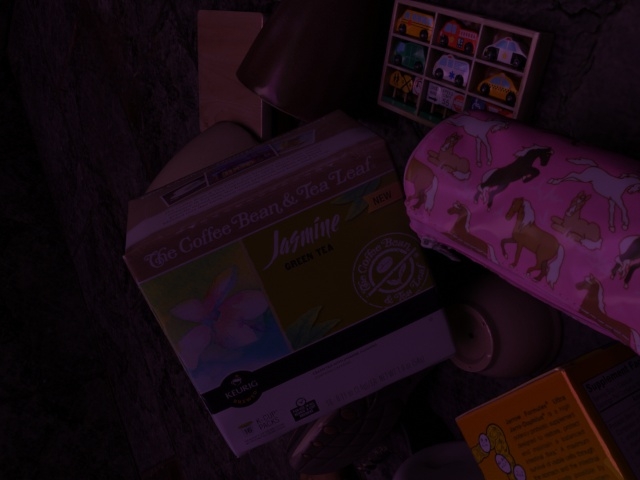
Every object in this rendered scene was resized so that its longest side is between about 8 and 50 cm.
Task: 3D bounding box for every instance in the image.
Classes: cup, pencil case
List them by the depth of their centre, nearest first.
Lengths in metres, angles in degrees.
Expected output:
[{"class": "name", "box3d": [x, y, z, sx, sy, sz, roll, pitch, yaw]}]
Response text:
[{"class": "pencil case", "box3d": [0.257, -0.002, 0.639, 0.386, 0.160, 0.167, 34, 122, 44]}, {"class": "cup", "box3d": [-0.227, -0.040, 1.330, 0.331, 0.237, 0.331, 42, 151, 31]}]

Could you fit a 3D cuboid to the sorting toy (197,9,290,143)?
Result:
[{"class": "sorting toy", "box3d": [-0.149, -0.329, 1.343, 0.257, 0.089, 0.256, 26, 120, 49]}]

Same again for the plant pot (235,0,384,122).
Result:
[{"class": "plant pot", "box3d": [0.008, -0.327, 1.056, 0.215, 0.215, 0.230, 45, 119, 37]}]

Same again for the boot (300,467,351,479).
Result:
[{"class": "boot", "box3d": [0.071, 0.505, 1.294, 0.269, 0.089, 0.236, 45, 144, 37]}]

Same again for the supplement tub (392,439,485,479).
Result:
[{"class": "supplement tub", "box3d": [0.224, 0.482, 0.934, 0.241, 0.241, 0.331, 10, 108, 53]}]

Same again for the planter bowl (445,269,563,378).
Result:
[{"class": "planter bowl", "box3d": [0.236, 0.122, 0.926, 0.162, 0.109, 0.162, 20, 115, 51]}]

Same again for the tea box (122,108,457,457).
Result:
[{"class": "tea box", "box3d": [-0.041, 0.047, 0.890, 0.220, 0.329, 0.324, -124, 10, -66]}]

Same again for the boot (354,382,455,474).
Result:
[{"class": "boot", "box3d": [0.126, 0.363, 1.177, 0.229, 0.091, 0.263, -59, 43, 45]}]

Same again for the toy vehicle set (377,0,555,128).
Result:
[{"class": "toy vehicle set", "box3d": [0.192, -0.238, 0.943, 0.267, 0.035, 0.166, 35, 127, 44]}]

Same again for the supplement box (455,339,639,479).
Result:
[{"class": "supplement box", "box3d": [0.351, 0.309, 0.747, 0.195, 0.194, 0.357, -48, 61, 49]}]

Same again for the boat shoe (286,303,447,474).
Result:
[{"class": "boat shoe", "box3d": [0.071, 0.226, 1.084, 0.355, 0.132, 0.130, -48, 35, 2]}]
